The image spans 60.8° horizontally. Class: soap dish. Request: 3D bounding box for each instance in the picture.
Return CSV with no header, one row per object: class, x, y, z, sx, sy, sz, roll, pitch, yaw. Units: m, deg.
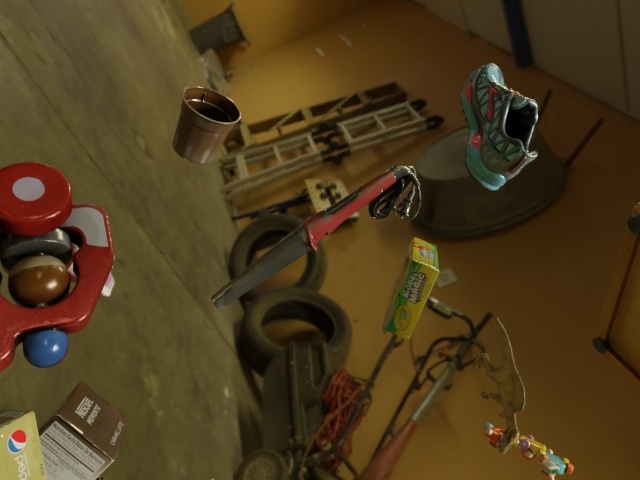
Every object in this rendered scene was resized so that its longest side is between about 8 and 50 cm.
soap dish,0.467,0.093,0.673,0.229,0.118,0.290,-118,-161,-53

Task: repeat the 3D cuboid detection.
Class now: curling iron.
curling iron,0.000,0.000,0.611,0.068,0.274,0.035,62,-8,-26

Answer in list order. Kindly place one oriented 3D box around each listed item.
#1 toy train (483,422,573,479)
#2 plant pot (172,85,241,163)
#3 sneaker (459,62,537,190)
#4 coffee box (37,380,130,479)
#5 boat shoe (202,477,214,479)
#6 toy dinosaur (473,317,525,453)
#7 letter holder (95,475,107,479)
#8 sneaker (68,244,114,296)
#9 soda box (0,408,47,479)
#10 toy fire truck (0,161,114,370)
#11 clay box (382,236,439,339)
toy train,0.403,0.420,1.071,0.125,0.046,0.166,16,3,-32
plant pot,-0.329,-0.314,1.525,0.167,0.165,0.167,21,37,-16
sneaker,0.324,-0.214,0.943,0.104,0.125,0.261,20,58,-28
coffee box,-0.390,0.328,0.734,0.098,0.246,0.141,46,-6,-11
boat shoe,-0.363,0.735,1.457,0.500,0.187,0.156,113,-33,-62
toy dinosaur,0.242,0.177,0.709,0.092,0.053,0.183,-133,-143,-81
letter holder,-0.554,0.557,1.042,0.214,0.302,0.152,51,-28,43
sneaker,-0.500,0.050,1.204,0.103,0.111,0.252,25,-16,-5
soda box,-0.314,0.173,0.437,0.058,0.181,0.061,-28,112,-67
toy fire truck,-0.417,0.050,0.679,0.169,0.302,0.254,-56,-133,51
clay box,0.155,0.079,0.932,0.222,0.053,0.127,-52,162,-74
